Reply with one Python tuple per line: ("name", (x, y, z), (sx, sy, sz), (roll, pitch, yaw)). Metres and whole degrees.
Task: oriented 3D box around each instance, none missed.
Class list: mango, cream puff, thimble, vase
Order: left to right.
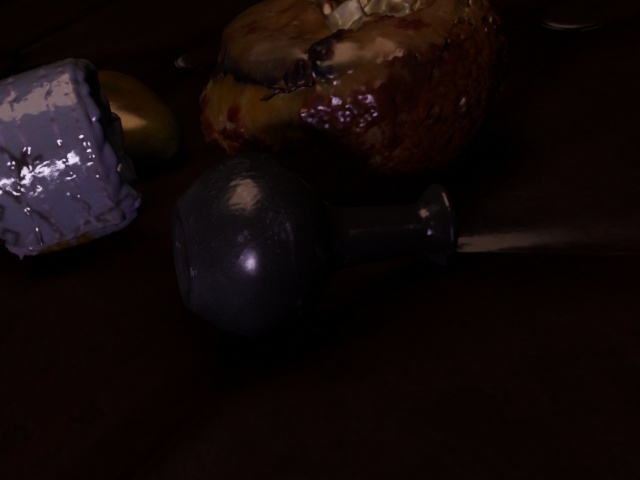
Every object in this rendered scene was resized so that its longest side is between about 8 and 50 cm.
("thimble", (-0.222, -0.069, 1.009), (0.117, 0.151, 0.127), (-20, 11, -1))
("mango", (-0.204, -0.112, 1.172), (0.111, 0.090, 0.163), (-25, 33, -17))
("vase", (0.000, 0.000, 0.771), (0.182, 0.120, 0.120), (-5, 20, -15))
("cream puff", (0.027, -0.115, 0.924), (0.240, 0.164, 0.240), (-2, 30, 1))
